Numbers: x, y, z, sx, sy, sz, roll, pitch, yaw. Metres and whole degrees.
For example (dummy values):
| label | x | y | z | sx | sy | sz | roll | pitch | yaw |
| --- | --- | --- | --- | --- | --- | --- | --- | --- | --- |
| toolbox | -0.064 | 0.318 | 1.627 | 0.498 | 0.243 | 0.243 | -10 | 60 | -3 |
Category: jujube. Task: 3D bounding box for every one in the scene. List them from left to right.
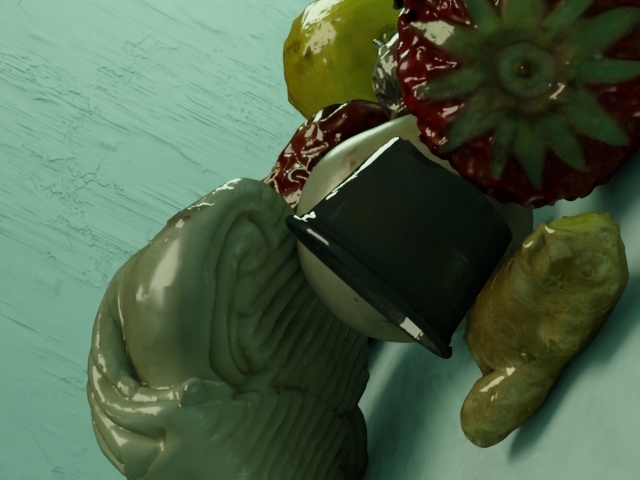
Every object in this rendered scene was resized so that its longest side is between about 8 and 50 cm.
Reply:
| label | x | y | z | sx | sy | sz | roll | pitch | yaw |
| --- | --- | --- | --- | --- | --- | --- | --- | --- | --- |
| jujube | 0.000 | 0.000 | 1.450 | 0.342 | 0.216 | 0.216 | -64 | 8 | 8 |

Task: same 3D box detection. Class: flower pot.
| label | x | y | z | sx | sy | sz | roll | pitch | yaw |
| --- | --- | --- | --- | --- | --- | --- | --- | --- | --- |
| flower pot | 0.066 | -0.001 | 0.929 | 0.107 | 0.157 | 0.157 | -48 | 7 | -4 |

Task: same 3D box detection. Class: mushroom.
| label | x | y | z | sx | sy | sz | roll | pitch | yaw |
| --- | --- | --- | --- | --- | --- | --- | --- | --- | --- |
| mushroom | 0.077 | 0.001 | 1.097 | 0.209 | 0.206 | 0.206 | 91 | -165 | -50 |

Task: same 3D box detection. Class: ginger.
| label | x | y | z | sx | sy | sz | roll | pitch | yaw |
| --- | --- | --- | --- | --- | --- | --- | --- | --- | --- |
| ginger | 0.146 | 0.043 | 0.842 | 0.115 | 0.081 | 0.205 | -46 | -14 | -47 |

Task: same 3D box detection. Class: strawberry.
| label | x | y | z | sx | sy | sz | roll | pitch | yaw |
| --- | --- | --- | --- | --- | --- | --- | --- | --- | --- |
| strawberry | 0.161 | -0.129 | 0.956 | 0.205 | 0.205 | 0.244 | -62 | -6 | 13 |

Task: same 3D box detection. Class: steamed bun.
| label | x | y | z | sx | sy | sz | roll | pitch | yaw |
| --- | --- | --- | --- | --- | --- | --- | --- | --- | --- |
| steamed bun | -0.101 | 0.130 | 1.169 | 0.219 | 0.324 | 0.310 | -8 | 63 | 29 |

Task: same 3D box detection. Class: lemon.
| label | x | y | z | sx | sy | sz | roll | pitch | yaw |
| --- | --- | --- | --- | --- | --- | --- | --- | --- | --- |
| lemon | 0.056 | -0.276 | 1.961 | 0.288 | 0.233 | 0.234 | -21 | 42 | 62 |

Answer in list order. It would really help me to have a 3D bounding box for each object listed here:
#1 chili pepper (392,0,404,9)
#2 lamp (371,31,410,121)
| label | x | y | z | sx | sy | sz | roll | pitch | yaw |
| --- | --- | --- | --- | --- | --- | --- | --- | --- | --- |
| chili pepper | 0.181 | -0.393 | 1.528 | 0.385 | 0.213 | 0.168 | 134 | 127 | -72 |
| lamp | 0.147 | -0.166 | 1.355 | 0.223 | 0.151 | 0.215 | -19 | -7 | -26 |
